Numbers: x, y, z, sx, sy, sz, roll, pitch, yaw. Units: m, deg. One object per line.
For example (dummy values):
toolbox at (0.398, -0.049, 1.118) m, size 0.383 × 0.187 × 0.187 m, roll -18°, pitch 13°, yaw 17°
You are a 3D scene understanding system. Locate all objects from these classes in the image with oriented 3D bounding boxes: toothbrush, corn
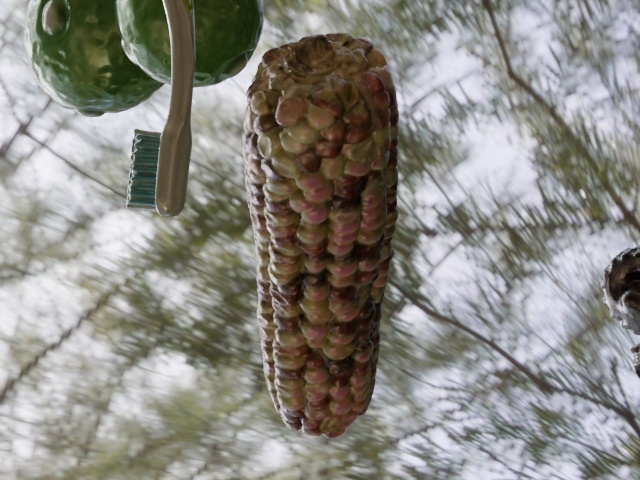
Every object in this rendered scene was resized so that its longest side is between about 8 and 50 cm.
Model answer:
toothbrush at (-0.055, -0.140, 0.704) m, size 0.026 × 0.022 × 0.262 m, roll 2°, pitch -93°, yaw 27°
corn at (0.000, 0.000, 1.111) m, size 0.092 × 0.280 × 0.092 m, roll 0°, pitch -140°, yaw 0°

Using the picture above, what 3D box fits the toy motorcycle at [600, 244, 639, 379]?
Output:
toy motorcycle at (0.284, 0.084, 1.258) m, size 0.118 × 0.084 × 0.212 m, roll -40°, pitch -96°, yaw 41°

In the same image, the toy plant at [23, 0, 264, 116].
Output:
toy plant at (-0.110, -0.191, 1.170) m, size 0.218 × 0.175 × 0.235 m, roll 14°, pitch -82°, yaw 57°
